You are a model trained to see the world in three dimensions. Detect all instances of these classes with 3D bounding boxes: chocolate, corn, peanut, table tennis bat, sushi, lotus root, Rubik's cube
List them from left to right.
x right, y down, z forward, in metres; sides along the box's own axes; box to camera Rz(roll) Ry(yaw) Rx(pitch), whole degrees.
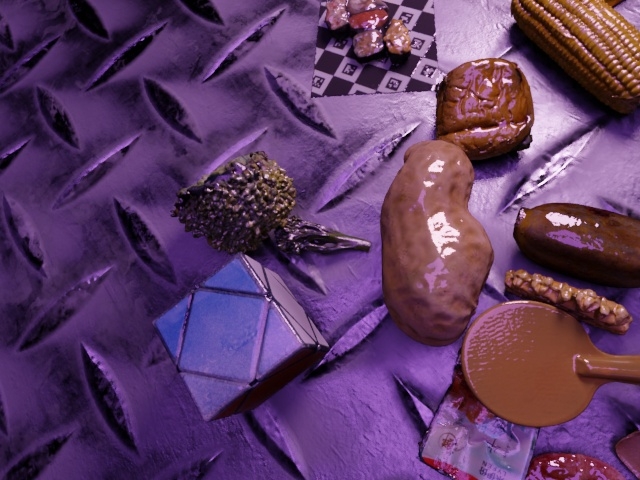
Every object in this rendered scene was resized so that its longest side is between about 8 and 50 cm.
[{"bbox_3d":[-0.136,0.176,0.792,0.205,0.207,0.205,-39,70,3],"label":"Rubik's cube"},{"bbox_3d":[0.120,-0.474,0.995,0.295,0.059,0.291,-1,75,13],"label":"sushi"},{"bbox_3d":[0.203,-0.008,0.774,0.193,0.170,0.386,-7,71,28],"label":"peanut"},{"bbox_3d":[0.389,0.197,0.683,0.322,0.050,0.198,1,79,11],"label":"table tennis bat"},{"bbox_3d":[0.513,-0.392,0.834,0.131,0.131,0.344,-34,70,3],"label":"corn"},{"bbox_3d":[0.452,0.009,0.733,0.241,0.124,0.122,14,68,17],"label":"lotus root"},{"bbox_3d":[0.513,0.346,0.669,0.100,0.031,0.064,46,107,25],"label":"chocolate"}]

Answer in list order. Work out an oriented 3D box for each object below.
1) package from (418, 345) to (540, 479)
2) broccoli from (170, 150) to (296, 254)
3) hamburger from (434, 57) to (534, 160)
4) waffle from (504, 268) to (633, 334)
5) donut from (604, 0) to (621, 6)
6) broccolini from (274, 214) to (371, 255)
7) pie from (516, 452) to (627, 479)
[{"bbox_3d":[0.278,0.294,0.721,0.166,0.040,0.231,20,71,29],"label":"package"},{"bbox_3d":[-0.158,-0.074,0.899,0.243,0.273,0.180,-23,102,20],"label":"broccoli"},{"bbox_3d":[0.317,-0.263,0.847,0.184,0.130,0.205,-4,76,16],"label":"hamburger"},{"bbox_3d":[0.416,0.102,0.738,0.192,0.161,0.046,17,81,49],"label":"waffle"},{"bbox_3d":[0.576,-0.581,0.899,0.175,0.074,0.190,-24,69,7],"label":"donut"},{"bbox_3d":[0.001,-0.011,0.887,0.203,0.068,0.091,1,55,14],"label":"broccolini"},{"bbox_3d":[0.389,0.440,0.663,0.205,0.054,0.218,20,82,19],"label":"pie"}]
